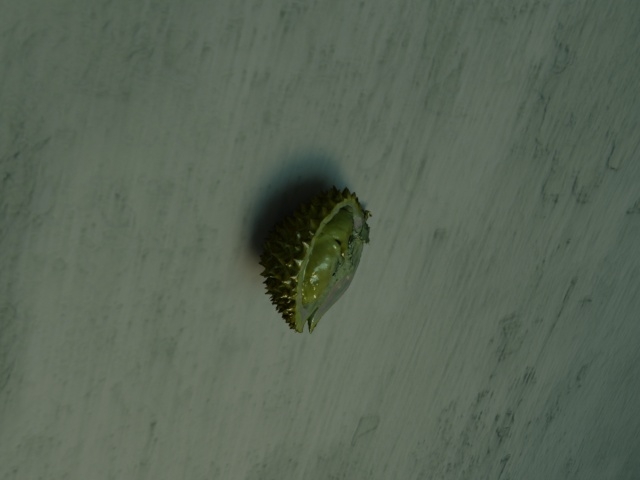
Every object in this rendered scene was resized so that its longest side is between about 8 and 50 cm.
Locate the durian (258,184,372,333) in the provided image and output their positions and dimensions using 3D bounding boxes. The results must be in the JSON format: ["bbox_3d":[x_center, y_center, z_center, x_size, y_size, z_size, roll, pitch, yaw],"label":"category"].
[{"bbox_3d":[0.000,0.000,0.867,0.208,0.102,0.146,-40,146,-46],"label":"durian"}]
